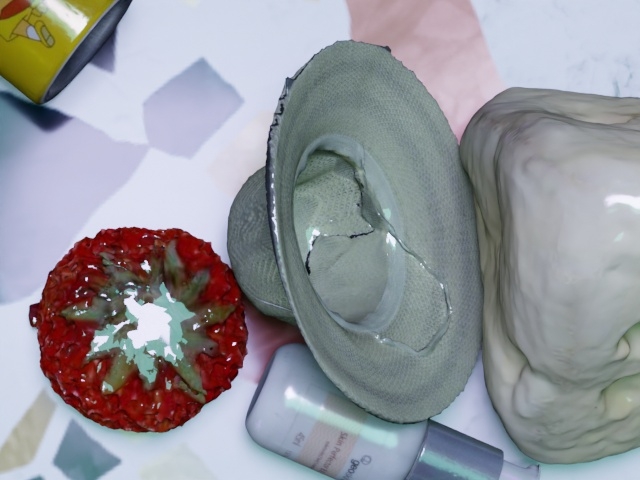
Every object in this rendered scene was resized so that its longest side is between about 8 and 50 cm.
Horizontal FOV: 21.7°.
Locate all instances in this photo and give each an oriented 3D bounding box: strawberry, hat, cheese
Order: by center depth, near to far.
[{"bbox_3d":[0.187,0.022,1.037,0.173,0.248,0.251,1,90,-7],"label":"cheese"},{"bbox_3d":[0.000,0.000,1.069,0.110,0.252,0.252,-12,83,34],"label":"hat"},{"bbox_3d":[-0.115,0.054,1.070,0.145,0.086,0.145,1,85,-8],"label":"strawberry"}]

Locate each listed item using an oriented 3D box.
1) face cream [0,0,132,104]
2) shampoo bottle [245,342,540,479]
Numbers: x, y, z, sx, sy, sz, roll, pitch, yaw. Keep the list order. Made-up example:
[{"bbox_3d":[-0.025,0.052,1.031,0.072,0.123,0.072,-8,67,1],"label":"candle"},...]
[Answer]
[{"bbox_3d":[-0.284,-0.234,1.068,0.348,0.105,0.105,39,80,-3],"label":"face cream"},{"bbox_3d":[0.048,0.133,1.086,0.192,0.074,0.074,25,81,-4],"label":"shampoo bottle"}]
